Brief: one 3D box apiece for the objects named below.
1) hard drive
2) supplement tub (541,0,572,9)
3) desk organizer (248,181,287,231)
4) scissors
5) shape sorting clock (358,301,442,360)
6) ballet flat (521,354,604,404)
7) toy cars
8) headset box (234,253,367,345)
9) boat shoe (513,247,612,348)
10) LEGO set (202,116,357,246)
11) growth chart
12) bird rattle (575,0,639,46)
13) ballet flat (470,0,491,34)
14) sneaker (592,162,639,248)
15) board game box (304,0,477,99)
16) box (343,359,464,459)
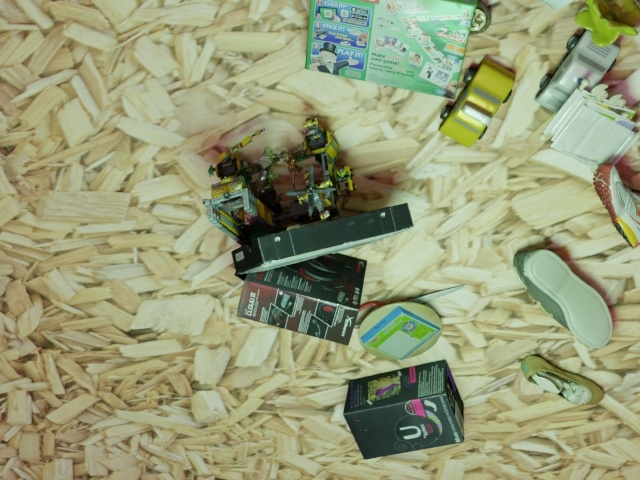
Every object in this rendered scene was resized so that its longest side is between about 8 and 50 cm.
[{"bbox_3d":[0.000,0.000,1.723,0.339,0.237,0.064,-14,88,-22],"label":"hard drive"},{"bbox_3d":[0.363,-0.580,1.404,0.316,0.228,0.228,38,118,-12],"label":"supplement tub"},{"bbox_3d":[-0.122,-0.075,1.877,0.050,0.047,0.130,-14,116,14],"label":"desk organizer"},{"bbox_3d":[0.202,0.153,1.968,0.297,0.021,0.109,-34,109,25],"label":"scissors"},{"bbox_3d":[0.194,0.222,1.979,0.206,0.040,0.206,-4,135,-5],"label":"shape sorting clock"},{"bbox_3d":[0.597,0.363,1.994,0.232,0.073,0.080,25,121,-6],"label":"ballet flat"},{"bbox_3d":[0.418,-0.299,1.637,0.394,0.087,0.176,-16,116,17],"label":"toy cars"},{"bbox_3d":[-0.052,0.106,1.869,0.293,0.218,0.110,15,120,1],"label":"headset box"},{"bbox_3d":[0.558,0.130,1.858,0.305,0.091,0.109,45,79,-18],"label":"boat shoe"},{"bbox_3d":[-0.110,-0.136,1.705,0.332,0.254,0.192,-8,157,20],"label":"LEGO set"},{"bbox_3d":[0.563,-0.225,1.647,0.237,0.021,0.172,24,121,-32],"label":"growth chart"},{"bbox_3d":[0.619,-0.444,1.493,0.254,0.143,0.206,4,107,-2],"label":"bird rattle"},{"bbox_3d":[0.221,-0.472,1.587,0.250,0.058,0.084,26,119,-5],"label":"ballet flat"},{"bbox_3d":[0.655,-0.087,1.724,0.093,0.088,0.225,-34,124,11],"label":"sneaker"},{"bbox_3d":[0.133,-0.409,1.603,0.318,0.046,0.213,13,134,7],"label":"board game box"},{"bbox_3d":[0.215,0.432,2.055,0.271,0.143,0.165,-16,115,18],"label":"box"}]
